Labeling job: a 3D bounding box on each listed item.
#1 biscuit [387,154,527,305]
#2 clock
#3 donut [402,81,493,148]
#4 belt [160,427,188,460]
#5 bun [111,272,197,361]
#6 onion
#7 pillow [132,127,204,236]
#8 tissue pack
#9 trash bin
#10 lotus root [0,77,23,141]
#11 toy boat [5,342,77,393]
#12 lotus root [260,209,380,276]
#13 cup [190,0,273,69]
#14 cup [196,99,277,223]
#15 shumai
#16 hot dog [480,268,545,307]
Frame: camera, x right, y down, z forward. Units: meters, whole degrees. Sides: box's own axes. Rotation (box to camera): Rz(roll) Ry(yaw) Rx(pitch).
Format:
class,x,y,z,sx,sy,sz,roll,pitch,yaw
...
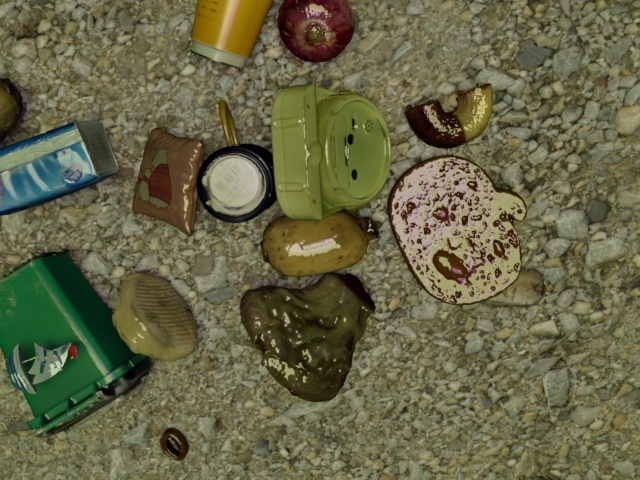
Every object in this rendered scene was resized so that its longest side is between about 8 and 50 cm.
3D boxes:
class,x,y,z,sx,sy,sz,roll,pitch,yaw
biscuit,0.338,-0.033,1.567,0.314,0.063,0.368,-25,86,9
clock,0.045,-0.200,1.454,0.117,0.348,0.287,3,101,41
donut,0.324,-0.294,1.548,0.217,0.085,0.141,-21,97,0
belt,-0.376,0.524,1.673,0.059,0.036,0.083,-34,97,10
bun,-0.403,0.191,1.552,0.116,0.210,0.237,-39,83,20
onion,-0.010,-0.495,1.487,0.177,0.153,0.178,-2,108,-7
pillow,-0.353,-0.141,1.517,0.084,0.236,0.224,0,104,-46
tissue pack,-0.624,-0.167,1.493,0.263,0.198,0.146,-19,100,2
trash bin,-0.606,0.236,1.513,0.259,0.295,0.381,-33,91,3
lotus root,-0.807,-0.264,1.502,0.278,0.154,0.154,-44,96,5
toy boat,-0.588,0.269,1.377,0.149,0.034,0.106,0,81,-5
lotus root,0.000,0.000,1.547,0.283,0.146,0.160,-14,78,0
cup,-0.192,-0.539,1.464,0.196,0.196,0.280,18,104,-3
cup,-0.206,-0.164,1.472,0.178,0.256,0.255,-40,96,4
shumai,-0.002,0.208,1.539,0.283,0.217,0.346,-33,107,1
hot dog,0.464,0.116,1.620,0.191,0.059,0.108,8,105,-7
